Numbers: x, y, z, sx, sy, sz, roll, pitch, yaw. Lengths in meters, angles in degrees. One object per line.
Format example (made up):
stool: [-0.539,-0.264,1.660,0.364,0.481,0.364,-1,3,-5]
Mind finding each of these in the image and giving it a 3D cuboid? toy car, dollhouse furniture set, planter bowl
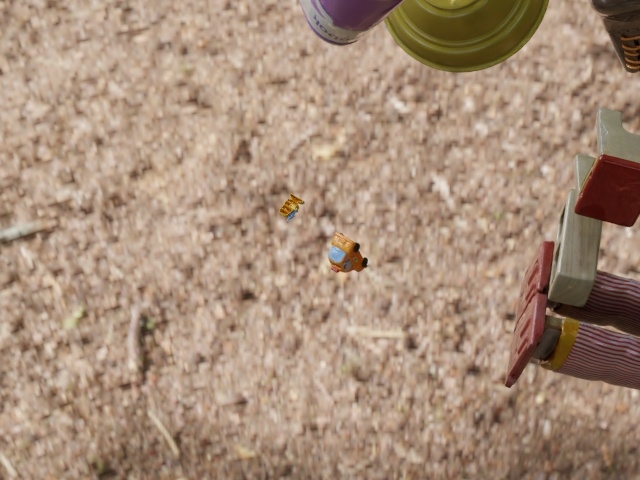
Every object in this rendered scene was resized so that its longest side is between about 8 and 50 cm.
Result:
toy car: [0.000,0.000,1.663,0.122,0.060,0.040,36,74,21]
dollhouse furniture set: [0.345,0.042,1.511,0.201,0.374,0.152,13,58,1]
planter bowl: [0.168,-0.320,1.675,0.217,0.090,0.217,-1,85,14]

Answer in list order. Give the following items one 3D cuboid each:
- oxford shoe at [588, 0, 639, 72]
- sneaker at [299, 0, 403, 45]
oxford shoe: [0.469,-0.310,1.969,0.130,0.364,0.132,1,91,30]
sneaker: [0.034,-0.270,0.944,0.102,0.161,0.282,16,73,-8]
